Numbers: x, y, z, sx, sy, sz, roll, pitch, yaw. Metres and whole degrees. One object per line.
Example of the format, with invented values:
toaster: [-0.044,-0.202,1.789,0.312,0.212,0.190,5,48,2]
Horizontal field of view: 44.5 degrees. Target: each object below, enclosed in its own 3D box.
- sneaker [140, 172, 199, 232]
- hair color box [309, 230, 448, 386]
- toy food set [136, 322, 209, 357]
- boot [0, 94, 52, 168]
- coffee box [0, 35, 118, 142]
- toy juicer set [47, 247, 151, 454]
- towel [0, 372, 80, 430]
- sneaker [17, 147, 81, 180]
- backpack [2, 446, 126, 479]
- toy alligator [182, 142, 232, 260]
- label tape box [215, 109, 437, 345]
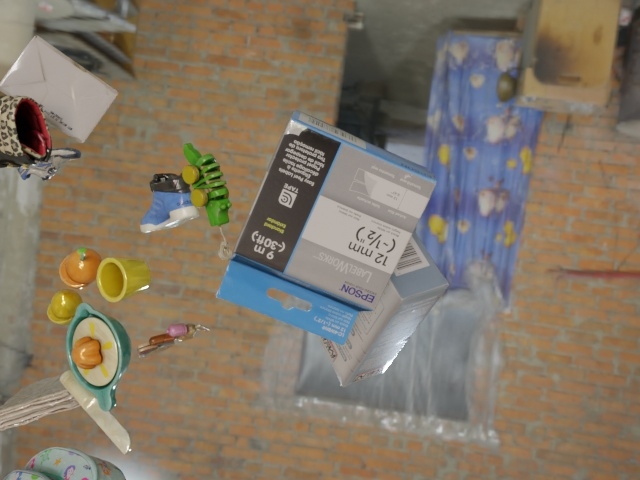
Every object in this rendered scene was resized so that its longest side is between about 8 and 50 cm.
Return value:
sneaker: [-0.252,-0.064,1.259,0.058,0.085,0.152,-14,178,-37]
hair color box: [0.101,0.124,1.572,0.113,0.185,0.374,-15,152,-27]
toy food set: [-0.241,0.153,1.240,0.122,0.019,0.078,-22,164,2]
boot: [-0.461,-0.104,1.092,0.178,0.237,0.085,8,-149,19]
coffee box: [-0.414,-0.235,1.226,0.141,0.098,0.246,36,176,-23]
toy juicer set: [-0.386,0.168,1.268,0.209,0.329,0.089,16,-166,33]
towel: [-0.566,0.328,1.658,0.187,0.049,0.282,-17,-176,-3]
sneaker: [-0.534,-0.150,1.543,0.135,0.058,0.052,-9,-169,7]
backpack: [-0.473,0.498,1.393,0.225,0.254,0.191,2,149,38]
toy alligator: [-0.158,-0.065,1.181,0.051,0.190,0.056,-22,178,41]
label tape box: [0.000,0.000,1.268,0.249,0.348,0.115,23,-166,-7]
